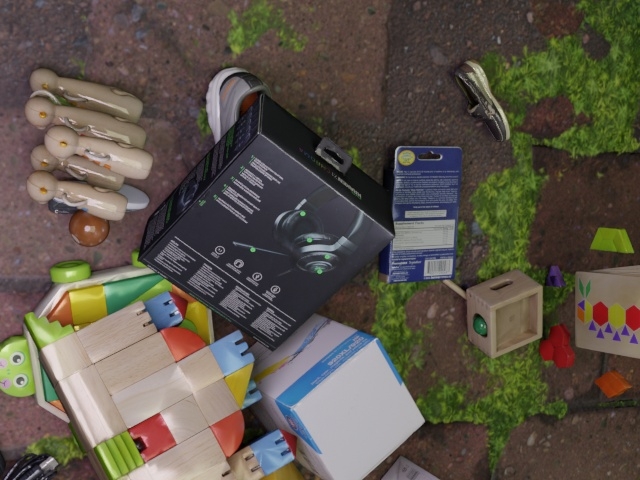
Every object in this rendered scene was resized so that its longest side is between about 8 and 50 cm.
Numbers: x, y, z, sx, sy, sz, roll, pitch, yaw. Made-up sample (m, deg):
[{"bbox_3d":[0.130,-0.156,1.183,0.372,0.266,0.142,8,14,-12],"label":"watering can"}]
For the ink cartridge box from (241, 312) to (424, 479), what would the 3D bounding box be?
[{"bbox_3d":[0.002,0.233,1.559,0.168,0.233,0.171,-38,114,-19],"label":"ink cartridge box"}]

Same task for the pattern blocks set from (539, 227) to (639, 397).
[{"bbox_3d":[0.493,0.120,1.749,0.026,0.325,0.285,-2,101,-27],"label":"pattern blocks set"}]

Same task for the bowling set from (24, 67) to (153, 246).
[{"bbox_3d":[-0.321,-0.088,1.319,0.154,0.287,0.200,17,106,-19],"label":"bowling set"}]

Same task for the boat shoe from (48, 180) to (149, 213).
[{"bbox_3d":[-0.312,-0.056,1.448,0.142,0.049,0.040,5,128,-30],"label":"boat shoe"}]

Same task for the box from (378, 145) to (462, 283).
[{"bbox_3d":[0.167,-0.045,1.708,0.136,0.036,0.225,-2,101,-28],"label":"box"}]

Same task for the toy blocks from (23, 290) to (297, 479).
[{"bbox_3d":[-0.193,0.219,1.386,0.261,0.191,0.381,-27,85,-22],"label":"toy blocks"}]

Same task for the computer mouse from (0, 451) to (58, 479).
[{"bbox_3d":[-0.493,0.284,1.394,0.188,0.072,0.272,-37,114,-17],"label":"computer mouse"}]

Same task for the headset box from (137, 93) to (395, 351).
[{"bbox_3d":[-0.068,-0.027,1.441,0.246,0.131,0.283,36,115,-21],"label":"headset box"}]

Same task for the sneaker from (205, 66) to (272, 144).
[{"bbox_3d":[-0.104,-0.114,1.510,0.100,0.108,0.271,-17,110,-27],"label":"sneaker"}]

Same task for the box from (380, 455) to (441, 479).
[{"bbox_3d":[0.236,0.509,1.774,0.087,0.169,0.290,-49,118,-12],"label":"box"}]

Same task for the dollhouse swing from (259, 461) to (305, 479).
[{"bbox_3d":[-0.111,0.537,1.533,0.315,0.305,0.347,-30,135,-2],"label":"dollhouse swing"}]

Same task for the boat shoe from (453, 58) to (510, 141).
[{"bbox_3d":[0.266,-0.226,1.722,0.049,0.056,0.152,-33,104,-14],"label":"boat shoe"}]

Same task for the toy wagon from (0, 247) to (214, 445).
[{"bbox_3d":[-0.319,0.160,1.467,0.344,0.068,0.267,-11,104,-26],"label":"toy wagon"}]

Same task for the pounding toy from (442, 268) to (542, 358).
[{"bbox_3d":[0.298,0.117,1.788,0.141,0.100,0.130,-20,122,-21],"label":"pounding toy"}]
